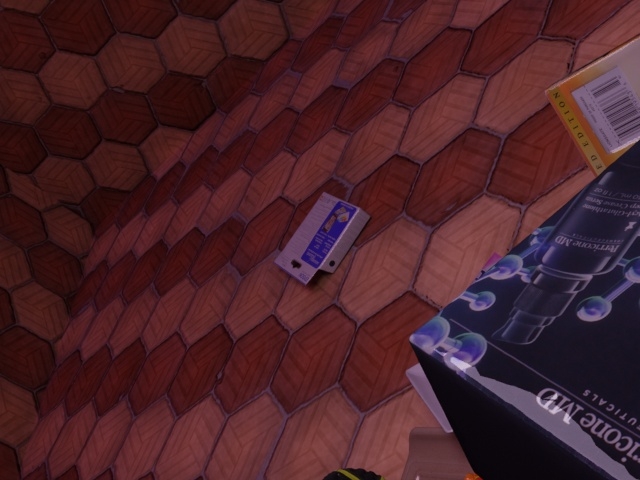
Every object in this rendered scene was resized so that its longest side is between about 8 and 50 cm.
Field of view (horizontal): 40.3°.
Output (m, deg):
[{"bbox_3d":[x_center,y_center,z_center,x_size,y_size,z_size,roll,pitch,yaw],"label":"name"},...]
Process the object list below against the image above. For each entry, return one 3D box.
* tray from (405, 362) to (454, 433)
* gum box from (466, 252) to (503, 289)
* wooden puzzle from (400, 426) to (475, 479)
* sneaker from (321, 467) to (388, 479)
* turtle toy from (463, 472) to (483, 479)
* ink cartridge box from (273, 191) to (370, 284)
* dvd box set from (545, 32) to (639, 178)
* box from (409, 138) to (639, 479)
[{"bbox_3d":[0.218,0.208,1.278,0.145,0.030,0.270,-30,11,-1],"label":"tray"},{"bbox_3d":[0.295,0.101,1.339,0.107,0.062,0.188,-52,27,3],"label":"gum box"},{"bbox_3d":[0.197,0.418,1.116,0.322,0.080,0.347,-15,50,52],"label":"wooden puzzle"},{"bbox_3d":[0.082,0.467,1.064,0.384,0.145,0.147,-108,25,-52],"label":"sneaker"},{"bbox_3d":[0.210,0.317,1.039,0.095,0.066,0.130,-37,35,33],"label":"turtle toy"},{"bbox_3d":[0.000,0.000,1.959,0.208,0.045,0.206,-54,27,-3],"label":"ink cartridge box"},{"bbox_3d":[0.511,-0.146,0.973,0.420,0.307,0.062,-30,5,35],"label":"dvd box set"},{"bbox_3d":[0.334,0.089,0.754,0.395,0.212,0.293,-39,35,-15],"label":"box"}]
